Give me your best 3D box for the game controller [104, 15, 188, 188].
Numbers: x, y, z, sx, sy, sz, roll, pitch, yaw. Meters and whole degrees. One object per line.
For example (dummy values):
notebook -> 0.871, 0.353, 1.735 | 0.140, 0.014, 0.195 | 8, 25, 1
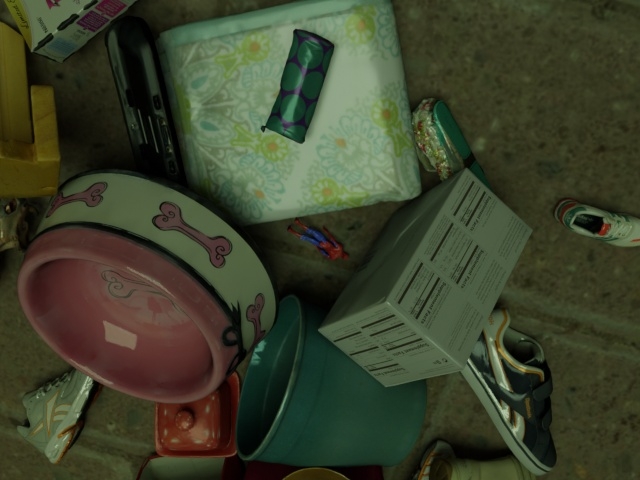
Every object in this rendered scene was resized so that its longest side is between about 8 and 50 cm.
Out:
game controller -> -0.251, -0.174, 1.071 | 0.067, 0.166, 0.319 | -23, 117, -28

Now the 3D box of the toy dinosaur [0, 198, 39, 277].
toy dinosaur -> -0.585, 0.051, 1.202 | 0.295, 0.200, 0.127 | -23, 105, 43

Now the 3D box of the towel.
towel -> -0.052, -0.196, 1.085 | 0.374, 0.090, 0.321 | -9, 105, 10

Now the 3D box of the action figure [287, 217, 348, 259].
action figure -> 0.000, 0.000, 1.192 | 0.115, 0.030, 0.038 | 34, 114, -13

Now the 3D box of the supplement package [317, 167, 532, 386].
supplement package -> 0.154, 0.060, 1.046 | 0.145, 0.262, 0.204 | 41, 149, -9

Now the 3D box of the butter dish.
butter dish -> -0.230, 0.314, 1.256 | 0.160, 0.118, 0.160 | -1, 85, 4

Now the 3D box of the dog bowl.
dog bowl -> -0.278, 0.094, 1.094 | 0.407, 0.150, 0.408 | 12, 134, 13

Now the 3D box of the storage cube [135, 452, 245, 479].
storage cube -> -0.232, 0.519, 1.301 | 0.183, 0.215, 0.193 | -15, 114, 9

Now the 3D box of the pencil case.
pencil case -> -0.031, -0.217, 0.997 | 0.064, 0.070, 0.152 | 10, 108, -30

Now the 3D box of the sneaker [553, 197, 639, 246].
sneaker -> 0.457, -0.018, 1.127 | 0.161, 0.075, 0.057 | 18, 110, -2

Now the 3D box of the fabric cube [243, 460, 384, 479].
fabric cube -> 0.000, 0.535, 1.263 | 0.254, 0.258, 0.259 | -11, 108, 7

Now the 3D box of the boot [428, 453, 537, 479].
boot -> 0.295, 0.516, 1.279 | 0.203, 0.095, 0.262 | 0, 92, -21

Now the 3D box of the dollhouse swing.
dollhouse swing -> -0.536, -0.212, 0.921 | 0.346, 0.315, 0.305 | -4, 83, -22

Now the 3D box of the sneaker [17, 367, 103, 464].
sneaker -> -0.482, 0.290, 1.298 | 0.121, 0.099, 0.263 | 30, 108, -2

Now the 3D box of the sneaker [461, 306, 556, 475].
sneaker -> 0.345, 0.259, 1.208 | 0.127, 0.126, 0.321 | -30, 103, 20

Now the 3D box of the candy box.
candy box -> -0.349, -0.394, 1.024 | 0.233, 0.071, 0.159 | -34, 79, 15

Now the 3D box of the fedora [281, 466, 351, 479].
fedora -> -0.012, 0.446, 1.061 | 0.194, 0.079, 0.195 | -1, 85, 9

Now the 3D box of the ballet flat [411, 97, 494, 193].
ballet flat -> 0.208, -0.113, 1.120 | 0.077, 0.091, 0.241 | -18, 106, 42

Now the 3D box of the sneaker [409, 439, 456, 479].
sneaker -> 0.191, 0.474, 1.323 | 0.084, 0.083, 0.215 | 16, 92, -26

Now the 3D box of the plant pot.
plant pot -> 0.025, 0.258, 1.171 | 0.255, 0.272, 0.272 | 21, 110, -16
